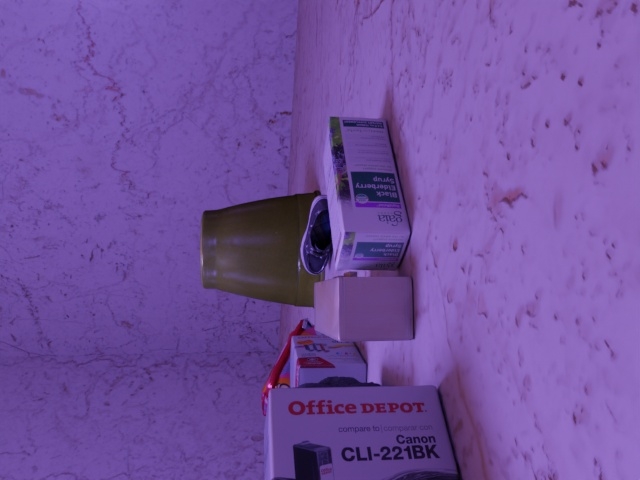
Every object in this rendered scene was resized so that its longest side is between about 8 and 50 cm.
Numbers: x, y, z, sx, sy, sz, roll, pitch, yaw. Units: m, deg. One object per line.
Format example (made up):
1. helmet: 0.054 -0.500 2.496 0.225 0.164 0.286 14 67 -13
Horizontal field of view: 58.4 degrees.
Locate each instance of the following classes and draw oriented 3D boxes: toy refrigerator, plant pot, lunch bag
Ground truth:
1. toy refrigerator: 0.055 0.098 0.878 0.269 0.102 0.094 142 128 -81
2. plant pot: -0.183 0.030 1.741 0.366 0.353 0.366 180 90 -82
3. lunch bag: -0.053 0.338 1.506 0.293 0.120 0.258 104 -168 -59

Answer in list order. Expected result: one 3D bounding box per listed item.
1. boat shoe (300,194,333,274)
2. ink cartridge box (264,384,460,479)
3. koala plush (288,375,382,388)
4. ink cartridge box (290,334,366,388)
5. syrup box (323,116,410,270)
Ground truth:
1. boat shoe: 0.000 0.000 1.436 0.076 0.080 0.228 -99 19 -58
2. ink cartridge box: 0.044 0.294 0.589 0.114 0.197 0.273 100 167 -45
3. koala plush: 0.026 0.330 0.839 0.203 0.196 0.221 -39 -51 -85
4. ink cartridge box: 0.009 0.270 1.119 0.176 0.128 0.127 -133 44 -79
5. syrup box: 0.062 -0.073 0.859 0.096 0.093 0.237 100 168 -50
